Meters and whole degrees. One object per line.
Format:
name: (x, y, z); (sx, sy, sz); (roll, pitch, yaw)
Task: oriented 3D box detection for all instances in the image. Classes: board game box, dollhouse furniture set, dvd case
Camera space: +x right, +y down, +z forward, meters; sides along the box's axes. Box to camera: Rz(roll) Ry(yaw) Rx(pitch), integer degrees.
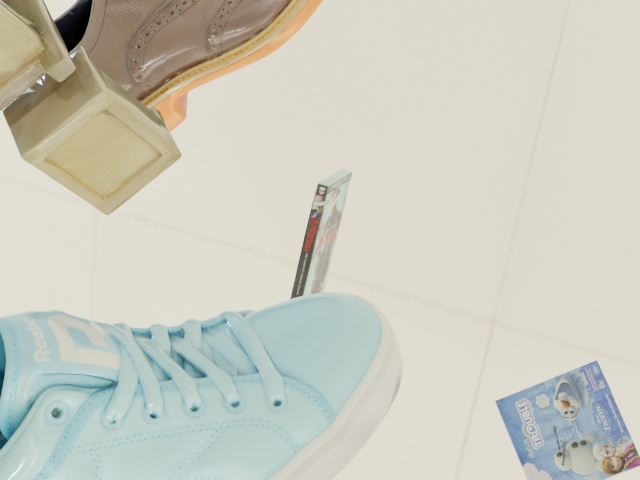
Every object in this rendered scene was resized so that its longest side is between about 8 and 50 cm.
board game box: (0.198, 0.154, 1.068); (0.090, 0.020, 0.090); (-23, 74, 5)
dollhouse furniture set: (-0.180, -0.057, 0.508); (0.161, 0.101, 0.182); (-37, 144, 10)
dvd case: (0.000, 0.000, 1.185); (0.013, 0.087, 0.119); (15, 104, 12)

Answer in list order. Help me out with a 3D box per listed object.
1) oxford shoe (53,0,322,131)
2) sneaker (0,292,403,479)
oxford shoe: (-0.097, -0.199, 1.006); (0.364, 0.130, 0.133); (-39, 122, 23)
sneaker: (-0.116, 0.097, 0.734); (0.135, 0.366, 0.150); (45, 152, 43)
